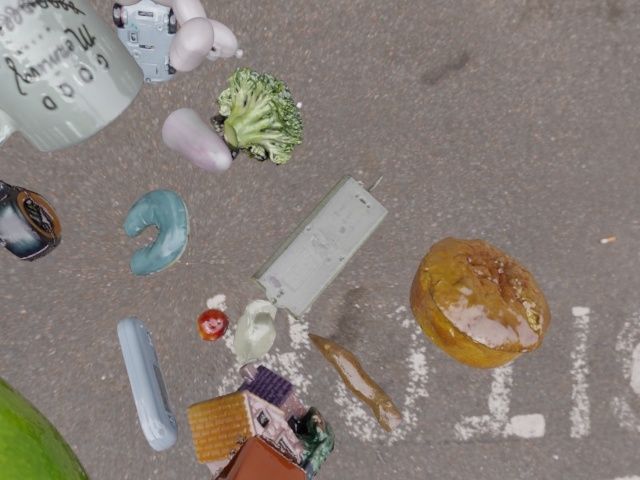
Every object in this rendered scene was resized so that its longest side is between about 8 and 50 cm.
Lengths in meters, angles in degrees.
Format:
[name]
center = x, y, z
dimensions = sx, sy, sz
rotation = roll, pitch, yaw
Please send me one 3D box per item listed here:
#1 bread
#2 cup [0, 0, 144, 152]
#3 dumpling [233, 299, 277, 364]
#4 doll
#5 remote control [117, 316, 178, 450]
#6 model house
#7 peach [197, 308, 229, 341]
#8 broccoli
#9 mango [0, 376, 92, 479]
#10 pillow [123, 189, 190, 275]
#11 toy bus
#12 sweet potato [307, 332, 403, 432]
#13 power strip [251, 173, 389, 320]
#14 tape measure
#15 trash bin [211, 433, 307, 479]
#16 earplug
[bread]
center = 0.343, 0.135, 1.191
dimensions = 0.312, 0.172, 0.312
rotation = 15, 41, -14
[cup]
center = -0.397, -0.232, 0.698
dimensions = 0.258, 0.186, 0.234
rotation = -49, 136, -15
[dumpling]
center = -0.218, 0.311, 1.854
dimensions = 0.162, 0.132, 0.250
rotation = -9, 120, -52
[doll]
center = -0.160, -0.261, 0.609
dimensions = 0.161, 0.059, 0.160
rotation = 8, 61, -41
[remote control]
center = -0.299, 0.240, 0.955
dimensions = 0.047, 0.087, 0.244
rotation = -25, 63, -2
[model house]
center = -0.122, 0.390, 1.168
dimensions = 0.237, 0.202, 0.237
rotation = 57, 41, -9
[peach]
center = -0.310, 0.239, 1.582
dimensions = 0.098, 0.061, 0.098
rotation = 1, 65, -2
[broccoli]
center = -0.223, -0.419, 1.906
dimensions = 0.272, 0.334, 0.324
rotation = -11, 46, -29
[mango]
center = -0.266, 0.206, 0.417
dimensions = 0.156, 0.192, 0.343
rotation = -29, 123, -24
[pillow]
center = -0.451, -0.028, 1.503
dimensions = 0.214, 0.086, 0.233
rotation = -25, 70, 17
[toy bus]
center = -0.557, -0.674, 1.788
dimensions = 0.194, 0.232, 0.288
rotation = 1, 128, -12
[sweet potato]
center = 0.075, 0.301, 1.236
dimensions = 0.059, 0.067, 0.281
rotation = -42, 76, 0
[power strip]
center = 0.013, -0.005, 0.817
dimensions = 0.092, 0.034, 0.268
rotation = 42, 73, -2
[tape measure]
center = -0.838, -0.048, 1.552
dimensions = 0.135, 0.202, 0.223
rotation = -33, 69, 1
[trash bin]
center = -0.108, 0.367, 0.722
dimensions = 0.184, 0.239, 0.161
rotation = 37, 96, -4
[earplug]
center = -0.405, -0.321, 1.901
dimensions = 0.172, 0.301, 0.172
rotation = -26, 137, -27
